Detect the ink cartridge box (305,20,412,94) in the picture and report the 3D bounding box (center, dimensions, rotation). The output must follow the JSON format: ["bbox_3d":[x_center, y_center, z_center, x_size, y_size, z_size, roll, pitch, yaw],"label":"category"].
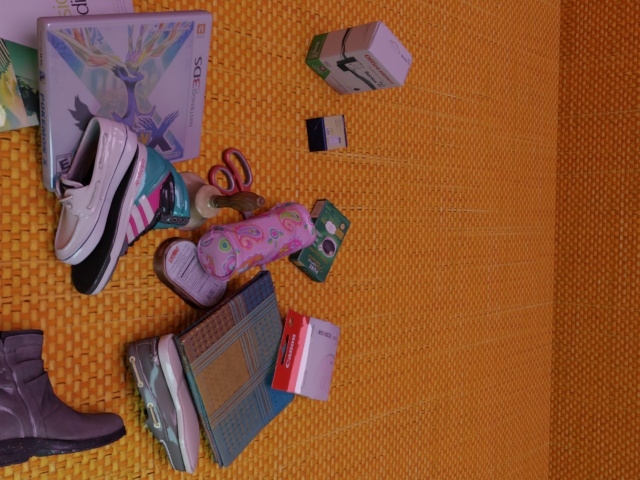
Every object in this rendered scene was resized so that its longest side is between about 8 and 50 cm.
[{"bbox_3d":[0.094,-0.438,1.611,0.153,0.209,0.086,34,68,-41],"label":"ink cartridge box"}]

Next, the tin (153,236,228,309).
[{"bbox_3d":[-0.267,0.070,1.392,0.189,0.040,0.106,48,55,-36],"label":"tin"}]

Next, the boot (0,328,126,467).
[{"bbox_3d":[-0.472,0.256,1.132,0.338,0.118,0.222,17,60,-63],"label":"boot"}]

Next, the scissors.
[{"bbox_3d":[-0.158,-0.068,1.506,0.109,0.021,0.297,-48,123,-33],"label":"scissors"}]

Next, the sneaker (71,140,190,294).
[{"bbox_3d":[-0.343,-0.029,1.253,0.178,0.124,0.295,19,94,-53],"label":"sneaker"}]

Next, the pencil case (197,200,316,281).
[{"bbox_3d":[-0.132,-0.005,1.440,0.284,0.124,0.124,-24,109,-50],"label":"pencil case"}]

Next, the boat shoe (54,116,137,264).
[{"bbox_3d":[-0.409,-0.086,1.144,0.088,0.096,0.267,19,103,-54],"label":"boat shoe"}]

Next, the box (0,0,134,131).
[{"bbox_3d":[-0.459,-0.328,1.155,0.322,0.059,0.232,-25,110,-41],"label":"box"}]

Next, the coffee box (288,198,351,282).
[{"bbox_3d":[0.000,0.000,1.658,0.113,0.041,0.184,42,63,-38],"label":"coffee box"}]

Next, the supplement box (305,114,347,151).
[{"bbox_3d":[0.016,-0.267,1.650,0.083,0.056,0.083,-17,104,-44],"label":"supplement box"}]

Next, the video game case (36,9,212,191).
[{"bbox_3d":[-0.345,-0.258,1.200,0.329,0.036,0.299,-22,135,-43],"label":"video game case"}]

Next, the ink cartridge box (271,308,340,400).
[{"bbox_3d":[-0.027,0.276,1.576,0.232,0.066,0.188,45,55,-66],"label":"ink cartridge box"}]

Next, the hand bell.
[{"bbox_3d":[-0.194,-0.079,1.310,0.126,0.242,0.126,-2,93,-46],"label":"hand bell"}]

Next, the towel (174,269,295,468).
[{"bbox_3d":[-0.170,0.279,1.441,0.271,0.040,0.369,-39,131,-39],"label":"towel"}]

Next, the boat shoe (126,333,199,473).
[{"bbox_3d":[-0.309,0.330,1.323,0.109,0.091,0.304,-90,172,-72],"label":"boat shoe"}]
